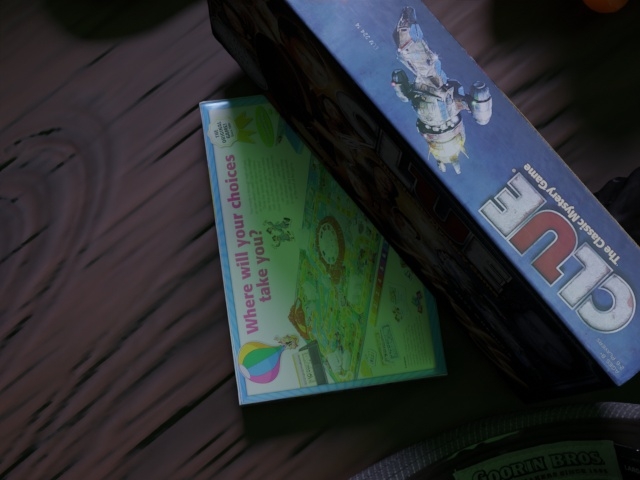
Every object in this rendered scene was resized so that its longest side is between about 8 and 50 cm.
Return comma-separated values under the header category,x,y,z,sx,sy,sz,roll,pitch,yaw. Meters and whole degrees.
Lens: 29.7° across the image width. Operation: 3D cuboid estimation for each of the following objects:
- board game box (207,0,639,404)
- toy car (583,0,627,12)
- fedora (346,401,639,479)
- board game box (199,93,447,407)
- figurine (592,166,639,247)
category,x,y,z,sx,sy,sz,roll,pitch,yaw
board game box,0.040,-0.038,0.519,0.042,0.165,0.243,-39,83,-8
toy car,0.125,-0.200,0.603,0.136,0.159,0.182,-29,81,30
fedora,0.082,0.181,0.495,0.275,0.244,0.124,-34,114,-41
board game box,0.000,0.000,0.608,0.103,0.026,0.154,-7,80,-3
figurine,0.221,0.026,0.518,0.215,0.209,0.092,23,80,2
